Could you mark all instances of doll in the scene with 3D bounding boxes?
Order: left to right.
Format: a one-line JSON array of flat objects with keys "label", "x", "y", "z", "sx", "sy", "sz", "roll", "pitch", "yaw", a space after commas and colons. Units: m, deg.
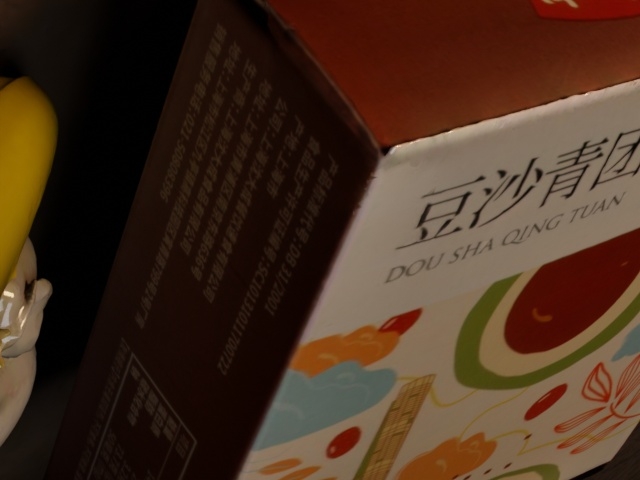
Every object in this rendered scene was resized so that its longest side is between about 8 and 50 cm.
[{"label": "doll", "x": -0.176, "y": 0.049, "z": 0.701, "sx": 0.252, "sy": 0.111, "sz": 0.237, "roll": -71, "pitch": 180, "yaw": -62}]

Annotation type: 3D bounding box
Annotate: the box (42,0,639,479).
[{"label": "box", "x": 0.067, "y": 0.016, "z": 0.858, "sx": 0.344, "sy": 0.122, "sz": 0.385, "roll": -18, "pitch": 147, "yaw": -35}]
